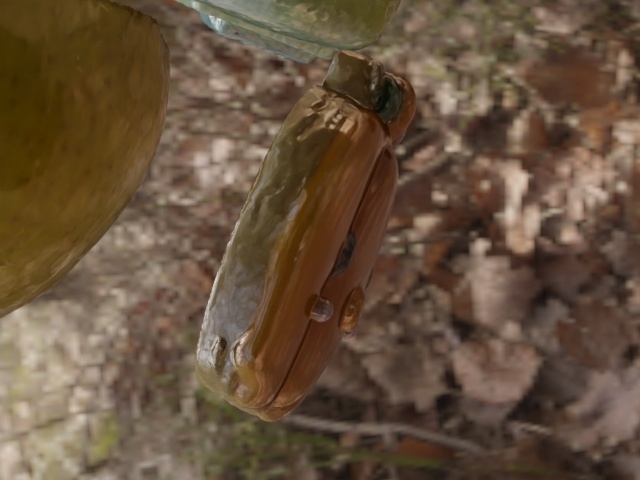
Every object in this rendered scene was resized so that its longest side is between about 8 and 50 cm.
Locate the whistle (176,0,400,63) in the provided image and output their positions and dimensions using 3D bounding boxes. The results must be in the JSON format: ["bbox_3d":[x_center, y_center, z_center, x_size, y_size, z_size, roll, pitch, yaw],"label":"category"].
[{"bbox_3d":[-0.063,-0.103,0.618,0.104,0.198,0.057,32,105,57],"label":"whistle"}]

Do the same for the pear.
[{"bbox_3d":[-0.253,-0.049,1.005,0.340,0.386,0.191,9,87,11],"label":"pear"}]

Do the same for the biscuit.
[{"bbox_3d":[0.004,0.002,0.853,0.050,0.170,0.170,22,107,10],"label":"biscuit"}]
